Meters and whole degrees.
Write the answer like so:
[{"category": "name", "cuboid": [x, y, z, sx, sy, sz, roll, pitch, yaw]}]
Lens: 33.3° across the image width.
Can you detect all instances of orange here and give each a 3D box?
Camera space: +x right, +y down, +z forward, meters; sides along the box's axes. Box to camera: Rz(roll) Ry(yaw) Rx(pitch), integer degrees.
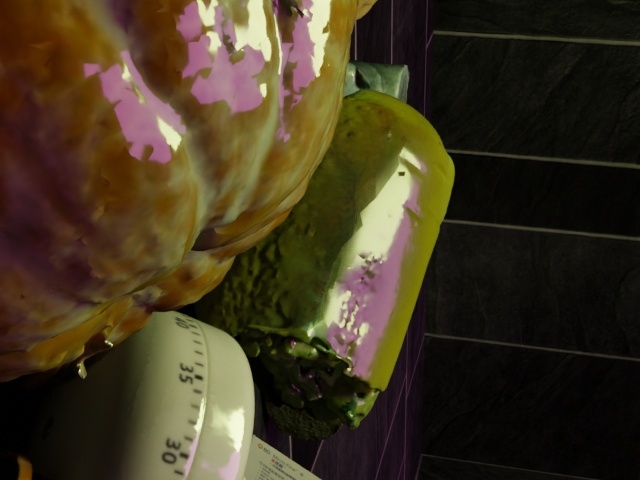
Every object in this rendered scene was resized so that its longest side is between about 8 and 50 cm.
[{"category": "orange", "cuboid": [-0.132, -0.075, 0.507, 0.249, 0.329, 0.329, 59, 9, 10]}]

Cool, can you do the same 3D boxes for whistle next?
[{"category": "whistle", "cuboid": [0.043, -0.175, 1.581, 0.405, 0.168, 0.188, -44, 139, -77]}]

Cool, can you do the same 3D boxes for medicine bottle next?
[{"category": "medicine bottle", "cuboid": [-0.039, 0.366, 1.399, 0.052, 0.201, 0.171, -51, -171, 33]}]

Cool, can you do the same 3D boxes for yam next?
[{"category": "yam", "cuboid": [0.003, 0.157, 1.612, 0.154, 0.154, 0.254, 80, 24, -50]}]

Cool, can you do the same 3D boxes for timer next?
[{"category": "timer", "cuboid": [-0.126, 0.173, 0.826, 0.233, 0.240, 0.233, -44, -147, 38]}]

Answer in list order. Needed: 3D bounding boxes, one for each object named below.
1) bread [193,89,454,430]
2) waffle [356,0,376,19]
[{"category": "bread", "cuboid": [0.000, 0.000, 1.234, 0.208, 0.251, 0.377, 63, 45, -68]}, {"category": "waffle", "cuboid": [-0.056, -0.332, 0.635, 0.376, 0.114, 0.261, 65, -18, 6]}]
